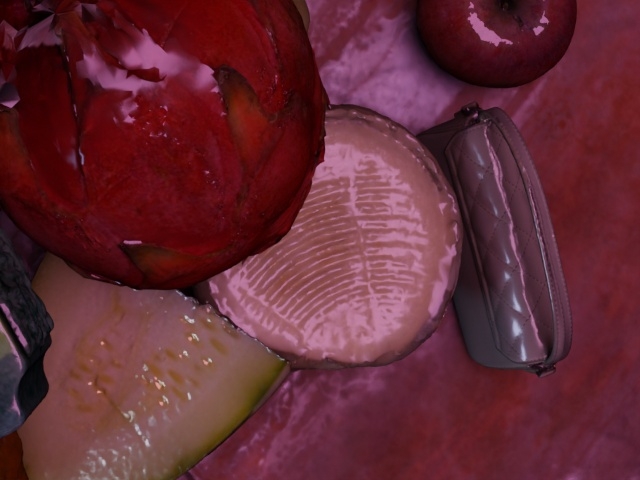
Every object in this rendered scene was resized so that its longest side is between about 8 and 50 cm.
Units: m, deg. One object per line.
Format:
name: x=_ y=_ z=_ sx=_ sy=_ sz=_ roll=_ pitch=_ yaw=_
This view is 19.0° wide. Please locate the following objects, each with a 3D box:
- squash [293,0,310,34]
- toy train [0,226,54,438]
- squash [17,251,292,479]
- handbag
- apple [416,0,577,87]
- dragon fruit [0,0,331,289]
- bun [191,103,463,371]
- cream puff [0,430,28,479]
squash: x=-0.114 y=-0.256 z=1.740 sx=0.250 sy=0.083 sz=0.083 roll=40 pitch=78 yaw=-7
toy train: x=-0.343 y=0.051 z=1.447 sx=0.238 sy=0.167 sz=0.299 roll=-26 pitch=97 yaw=5
squash: x=-0.178 y=0.138 z=1.656 sx=0.237 sy=0.204 sz=0.155 roll=34 pitch=54 yaw=12
handbag: x=0.171 y=-0.002 z=1.730 sx=0.079 sy=0.219 sz=0.256 roll=-17 pitch=93 yaw=-15
apple: x=0.162 y=-0.216 z=1.791 sx=0.153 sy=0.120 sz=0.153 roll=2 pitch=81 yaw=-13
dragon fruit: x=-0.141 y=-0.114 z=1.527 sx=0.295 sy=0.296 sz=0.301 roll=-50 pitch=130 yaw=-12
bun: x=0.000 y=0.000 z=1.717 sx=0.259 sy=0.152 sz=0.259 roll=1 pitch=83 yaw=-11
cream puff: x=-0.359 y=0.158 z=1.608 sx=0.241 sy=0.155 sz=0.269 roll=-22 pitch=94 yaw=-11
